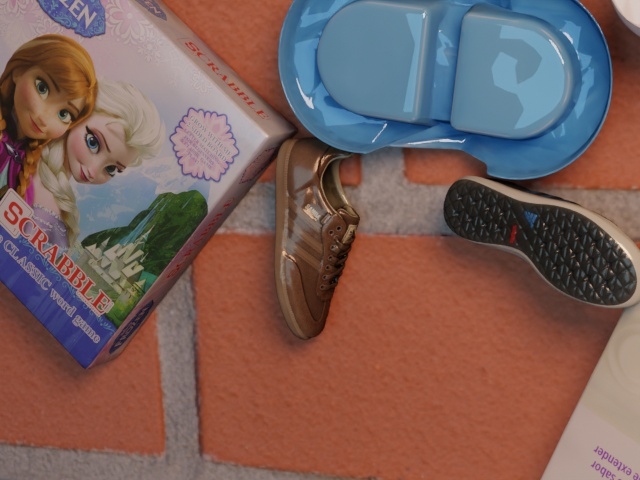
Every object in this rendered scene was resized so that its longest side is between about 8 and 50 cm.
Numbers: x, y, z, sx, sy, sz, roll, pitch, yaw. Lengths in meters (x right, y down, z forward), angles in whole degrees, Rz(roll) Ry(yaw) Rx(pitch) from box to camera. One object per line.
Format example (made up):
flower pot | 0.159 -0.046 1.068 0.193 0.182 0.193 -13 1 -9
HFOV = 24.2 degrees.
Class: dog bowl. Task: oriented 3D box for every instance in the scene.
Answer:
dog bowl | 0.112 -0.150 1.287 0.297 0.074 0.166 11 104 21

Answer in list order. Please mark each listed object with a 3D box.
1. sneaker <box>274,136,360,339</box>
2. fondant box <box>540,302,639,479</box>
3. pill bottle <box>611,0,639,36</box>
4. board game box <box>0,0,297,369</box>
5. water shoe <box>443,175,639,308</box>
sneaker | 0.000 0.000 1.368 0.071 0.066 0.188 0 100 23
fondant box | 0.345 0.136 1.193 0.238 0.096 0.330 35 113 32
pill bottle | 0.280 -0.204 1.139 0.112 0.187 0.112 4 101 23
board game box | -0.235 -0.095 1.454 0.319 0.066 0.318 44 113 11
water shoe | 0.199 -0.008 1.251 0.203 0.080 0.073 30 113 35
